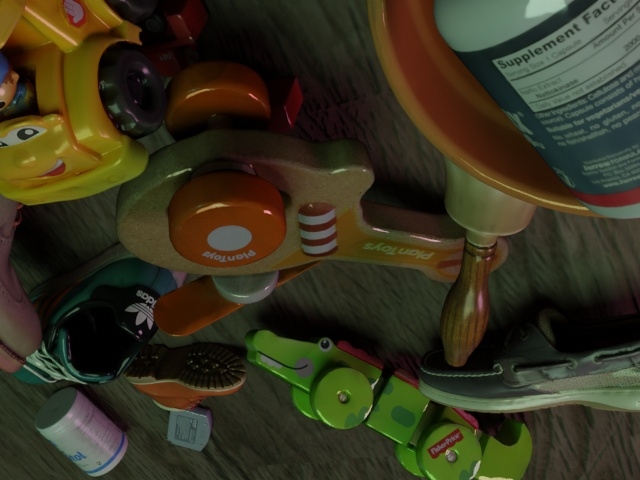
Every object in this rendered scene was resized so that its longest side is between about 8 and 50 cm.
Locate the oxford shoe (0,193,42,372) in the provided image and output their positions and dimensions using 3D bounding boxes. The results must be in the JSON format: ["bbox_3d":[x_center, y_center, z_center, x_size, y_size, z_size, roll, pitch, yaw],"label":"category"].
[{"bbox_3d":[-0.313,-0.043,0.807,0.147,0.140,0.396,-26,131,-20],"label":"oxford shoe"}]

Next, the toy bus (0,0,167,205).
[{"bbox_3d":[-0.222,-0.152,0.601,0.150,0.220,0.211,-12,167,22],"label":"toy bus"}]

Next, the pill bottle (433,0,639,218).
[{"bbox_3d":[0.115,-0.105,0.398,0.108,0.108,0.180,-29,119,34],"label":"pill bottle"}]

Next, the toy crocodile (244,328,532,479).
[{"bbox_3d":[0.073,0.177,0.955,0.341,0.105,0.115,29,168,-5],"label":"toy crocodile"}]

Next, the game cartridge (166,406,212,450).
[{"bbox_3d":[-0.167,0.238,1.131,0.056,0.017,0.083,18,134,3],"label":"game cartridge"}]

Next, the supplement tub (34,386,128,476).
[{"bbox_3d":[-0.307,0.247,1.138,0.071,0.071,0.107,-19,125,29],"label":"supplement tub"}]

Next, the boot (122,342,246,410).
[{"bbox_3d":[-0.148,0.166,1.035,0.158,0.059,0.084,0,135,26],"label":"boot"}]

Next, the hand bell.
[{"bbox_3d":[0.124,0.008,0.699,0.126,0.126,0.242,10,129,6],"label":"hand bell"}]

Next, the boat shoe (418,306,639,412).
[{"bbox_3d":[0.226,0.109,0.859,0.285,0.103,0.092,-4,108,31],"label":"boat shoe"}]

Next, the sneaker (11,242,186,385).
[{"bbox_3d":[-0.270,0.105,0.963,0.108,0.121,0.302,41,129,-21],"label":"sneaker"}]

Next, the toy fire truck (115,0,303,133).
[{"bbox_3d":[-0.125,-0.141,0.750,0.192,0.047,0.135,-6,131,21],"label":"toy fire truck"}]

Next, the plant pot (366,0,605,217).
[{"bbox_3d":[0.185,-0.187,0.518,0.291,0.203,0.290,8,134,8],"label":"plant pot"}]

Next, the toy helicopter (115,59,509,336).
[{"bbox_3d":[0.000,0.000,0.759,0.355,0.140,0.235,9,142,-25],"label":"toy helicopter"}]
